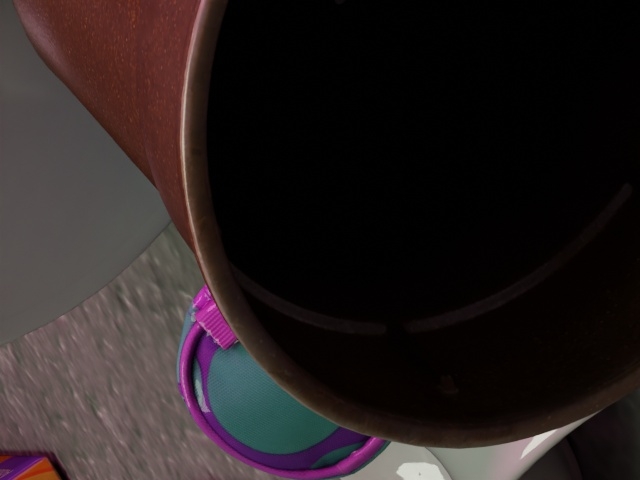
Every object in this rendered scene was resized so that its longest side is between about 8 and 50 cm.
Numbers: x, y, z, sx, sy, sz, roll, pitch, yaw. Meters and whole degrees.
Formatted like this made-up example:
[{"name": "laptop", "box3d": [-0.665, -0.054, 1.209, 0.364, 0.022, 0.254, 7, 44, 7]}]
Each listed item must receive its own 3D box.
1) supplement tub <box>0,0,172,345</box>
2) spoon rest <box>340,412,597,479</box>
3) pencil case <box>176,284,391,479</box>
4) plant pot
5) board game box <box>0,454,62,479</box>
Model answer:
[{"name": "supplement tub", "box3d": [-0.186, -0.122, 0.630, 0.316, 0.228, 0.228, 40, 152, 38]}, {"name": "spoon rest", "box3d": [0.051, 0.064, 0.611, 0.137, 0.084, 0.276, 51, 155, 13]}, {"name": "pencil case", "box3d": [0.000, 0.000, 0.553, 0.070, 0.064, 0.152, 54, -160, -22]}, {"name": "plant pot", "box3d": [0.010, -0.061, 0.453, 0.165, 0.167, 0.167, 38, 152, 54]}, {"name": "board game box", "box3d": [-0.294, 0.398, 1.365, 0.356, 0.356, 0.356, 59, 156, -8]}]
